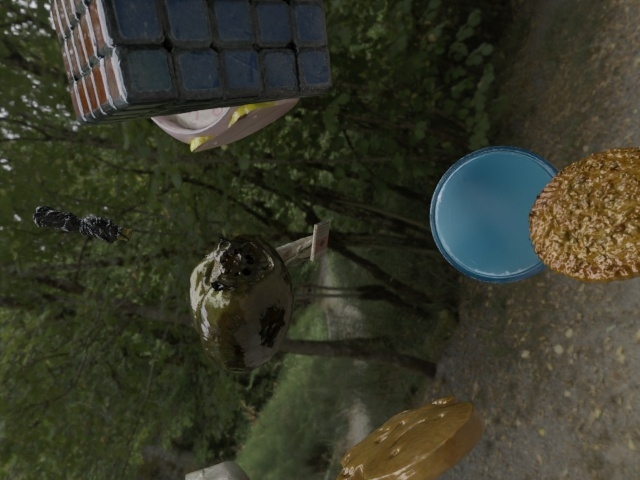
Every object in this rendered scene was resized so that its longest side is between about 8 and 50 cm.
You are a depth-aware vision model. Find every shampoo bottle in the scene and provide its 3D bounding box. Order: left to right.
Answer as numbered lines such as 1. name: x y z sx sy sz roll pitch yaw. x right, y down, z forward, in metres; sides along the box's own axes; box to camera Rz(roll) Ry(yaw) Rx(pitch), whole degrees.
1. shampoo bottle: 0.508 -0.066 1.253 0.342 0.331 0.331 -4 -70 -57

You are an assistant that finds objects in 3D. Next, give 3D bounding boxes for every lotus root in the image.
1. lotus root: -0.119 0.111 0.733 0.160 0.152 0.275 -28 -23 -27

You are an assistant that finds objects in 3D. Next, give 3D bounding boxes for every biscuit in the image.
1. biscuit: 0.144 0.350 0.812 0.052 0.275 0.355 57 162 12
2. biscuit: 0.447 -0.048 0.720 0.254 0.035 0.254 -27 40 25

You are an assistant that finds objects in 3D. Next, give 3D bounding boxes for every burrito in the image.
1. burrito: -0.053 0.026 1.044 0.055 0.149 0.041 50 156 31

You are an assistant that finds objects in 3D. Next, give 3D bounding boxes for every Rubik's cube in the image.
1. Rubik's cube: -0.150 -0.261 0.512 0.238 0.236 0.237 15 116 54

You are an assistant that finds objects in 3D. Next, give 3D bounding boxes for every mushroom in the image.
1. mushroom: -0.188 0.545 0.955 0.350 0.128 0.128 10 87 62

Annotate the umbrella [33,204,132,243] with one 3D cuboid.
1. umbrella: -0.374 -0.024 0.744 0.040 0.143 0.037 -105 31 -68

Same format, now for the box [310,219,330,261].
1. box: 0.000 0.000 0.994 0.046 0.012 0.083 -26 -50 -49

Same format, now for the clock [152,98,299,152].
1. clock: -0.204 -0.384 0.887 0.377 0.368 0.250 64 -150 -4
